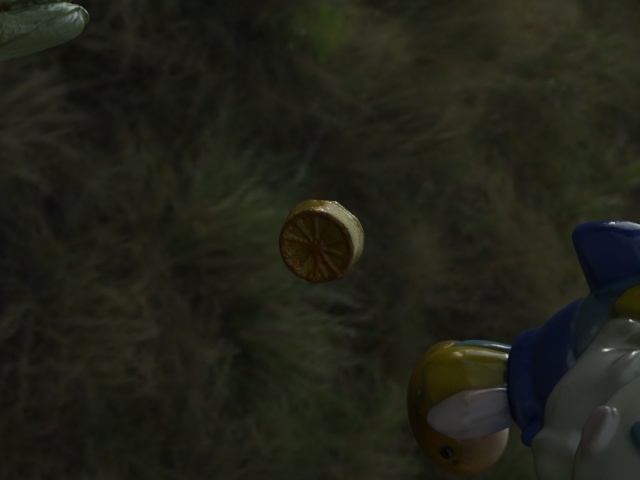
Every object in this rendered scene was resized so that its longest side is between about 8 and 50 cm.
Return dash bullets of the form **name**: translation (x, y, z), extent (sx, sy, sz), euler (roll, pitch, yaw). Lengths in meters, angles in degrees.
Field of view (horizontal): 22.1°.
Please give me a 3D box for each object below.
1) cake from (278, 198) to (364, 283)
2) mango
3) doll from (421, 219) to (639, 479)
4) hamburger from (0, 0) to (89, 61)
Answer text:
- **cake**: translation (0.000, 0.000, 1.614), extent (0.044, 0.084, 0.084), euler (-49, 120, -66)
- **mango**: translation (0.141, 0.174, 1.735), extent (0.111, 0.089, 0.163), euler (16, 41, -38)
- **doll**: translation (0.236, 0.104, 1.132), extent (0.365, 0.376, 0.187), euler (-126, -145, -67)
- **hamburger**: translation (-0.210, -0.161, 1.178), extent (0.121, 0.084, 0.054), euler (142, -72, -81)
